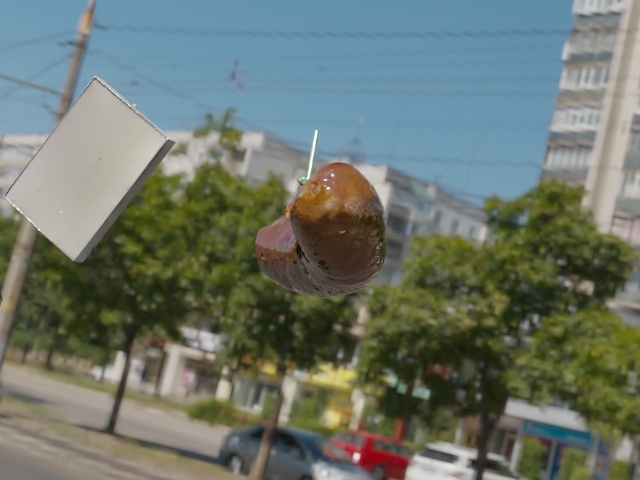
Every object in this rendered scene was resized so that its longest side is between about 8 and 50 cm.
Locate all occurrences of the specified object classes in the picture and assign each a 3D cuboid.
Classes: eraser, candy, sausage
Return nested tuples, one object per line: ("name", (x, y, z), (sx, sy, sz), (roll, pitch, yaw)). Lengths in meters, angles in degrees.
("eraser", (-0.219, -0.067, 1.192), (0.104, 0.150, 0.023), (40, 7, 16))
("candy", (-0.017, -0.093, 1.966), (0.060, 0.201, 0.060), (5, -33, 3))
("sausage", (0.004, 0.003, 1.111), (0.103, 0.076, 0.302), (39, -13, -3))

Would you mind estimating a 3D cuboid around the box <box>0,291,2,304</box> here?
("box", (-0.531, 0.091, 1.877), (0.098, 0.062, 0.045), (12, -38, 7))
